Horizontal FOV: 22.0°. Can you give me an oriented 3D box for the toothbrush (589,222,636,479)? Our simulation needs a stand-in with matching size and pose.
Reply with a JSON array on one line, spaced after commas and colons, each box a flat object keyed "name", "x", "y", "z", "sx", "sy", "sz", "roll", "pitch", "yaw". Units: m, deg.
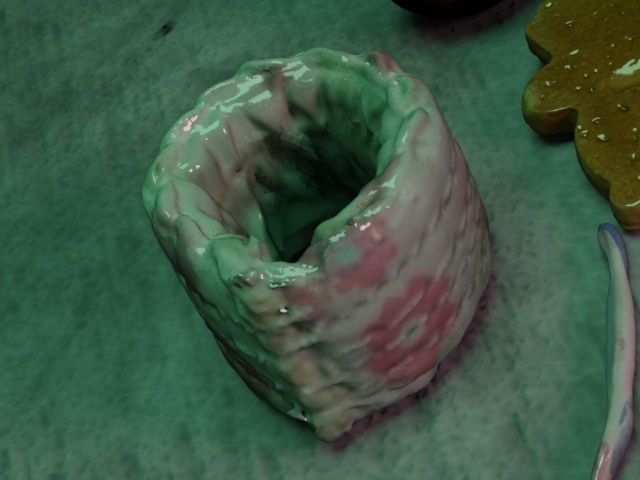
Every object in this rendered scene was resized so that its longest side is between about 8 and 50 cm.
[{"name": "toothbrush", "x": 0.155, "y": 0.090, "z": 0.875, "sx": 0.027, "sy": 0.021, "sz": 0.269, "roll": -2, "pitch": 47, "yaw": 12}]

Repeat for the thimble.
[{"name": "thimble", "x": 0.000, "y": 0.000, "z": 0.964, "sx": 0.185, "sy": 0.149, "sz": 0.211, "roll": -11, "pitch": 45, "yaw": 19}]

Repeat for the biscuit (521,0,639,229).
[{"name": "biscuit", "x": 0.210, "y": -0.096, "z": 1.020, "sx": 0.166, "sy": 0.036, "sz": 0.225, "roll": -26, "pitch": 43, "yaw": 6}]

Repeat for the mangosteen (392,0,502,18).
[{"name": "mangosteen", "x": 0.094, "y": -0.221, "z": 1.162, "sx": 0.140, "sy": 0.140, "sz": 0.140, "roll": -17, "pitch": 42, "yaw": 16}]
